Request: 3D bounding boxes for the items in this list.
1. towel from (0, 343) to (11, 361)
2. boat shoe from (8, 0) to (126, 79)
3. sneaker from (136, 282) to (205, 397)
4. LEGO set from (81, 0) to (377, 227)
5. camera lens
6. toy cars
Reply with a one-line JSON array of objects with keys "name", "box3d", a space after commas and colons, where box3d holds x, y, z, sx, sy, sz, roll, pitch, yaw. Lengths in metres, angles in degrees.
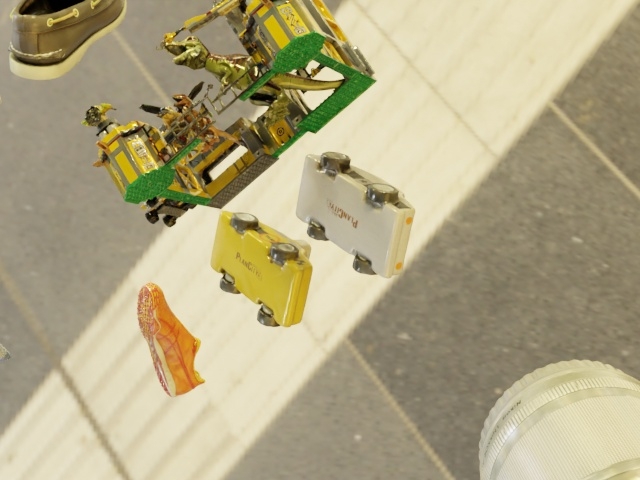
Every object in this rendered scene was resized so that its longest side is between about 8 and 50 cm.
[{"name": "towel", "box3d": [-0.488, 0.042, 1.610, 0.209, 0.285, 0.034, -9, 41, 35]}, {"name": "boat shoe", "box3d": [-0.256, -0.245, 1.532, 0.081, 0.228, 0.069, 9, 124, 8]}, {"name": "sneaker", "box3d": [-0.197, 0.124, 1.959, 0.064, 0.067, 0.175, 41, 150, 51]}, {"name": "LEGO set", "box3d": [-0.116, -0.190, 1.618, 0.331, 0.255, 0.192, -43, 67, 25]}, {"name": "camera lens", "box3d": [0.286, 0.266, 1.475, 0.219, 0.219, 0.274, -56, 19, 14]}, {"name": "toy cars", "box3d": [0.000, 0.000, 1.761, 0.393, 0.087, 0.177, -29, 70, 52]}]
